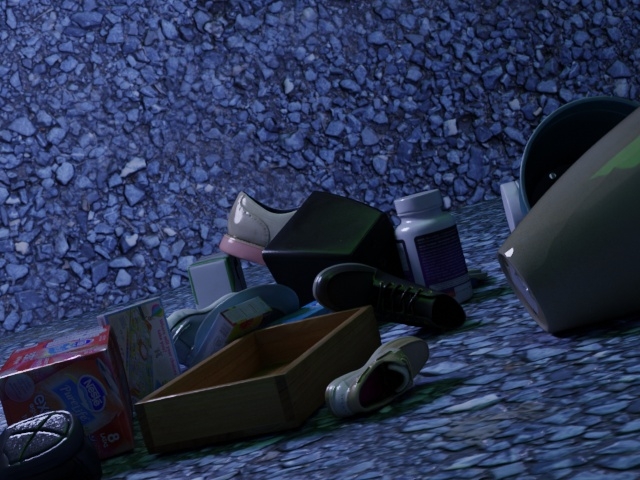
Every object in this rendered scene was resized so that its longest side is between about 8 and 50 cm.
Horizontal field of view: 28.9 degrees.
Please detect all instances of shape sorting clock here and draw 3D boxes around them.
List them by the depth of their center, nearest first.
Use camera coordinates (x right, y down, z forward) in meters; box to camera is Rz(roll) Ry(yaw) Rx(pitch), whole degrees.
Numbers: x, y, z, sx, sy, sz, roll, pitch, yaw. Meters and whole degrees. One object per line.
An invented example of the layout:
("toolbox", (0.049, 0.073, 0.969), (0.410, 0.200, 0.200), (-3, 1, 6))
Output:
("shape sorting clock", (0.202, 0.063, 2.271), (0.206, 0.040, 0.206), (-2, 4, 0))

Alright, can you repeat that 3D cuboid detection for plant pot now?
("plant pot", (0.379, -0.003, 1.618), (0.274, 0.256, 0.256), (-32, 5, -2))
("plant pot", (0.456, -0.079, 2.098), (0.271, 0.272, 0.255), (-15, -9, -1))
("plant pot", (0.045, 0.036, 2.158), (0.167, 0.187, 0.188), (-1, 38, 40))

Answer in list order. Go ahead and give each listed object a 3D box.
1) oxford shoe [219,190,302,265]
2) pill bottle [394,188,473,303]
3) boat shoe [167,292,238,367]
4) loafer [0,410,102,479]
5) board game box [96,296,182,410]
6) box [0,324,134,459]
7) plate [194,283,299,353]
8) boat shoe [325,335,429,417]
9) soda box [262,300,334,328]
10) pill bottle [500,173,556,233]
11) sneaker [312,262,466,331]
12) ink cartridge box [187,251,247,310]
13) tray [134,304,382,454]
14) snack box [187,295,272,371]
("oxford shoe", (0.000, 0.000, 2.532), (0.397, 0.147, 0.140), (13, 5, -4))
("pill bottle", (0.187, 0.015, 2.109), (0.108, 0.193, 0.108), (-14, 5, 1))
("boat shoe", (-0.179, 0.172, 2.234), (0.099, 0.116, 0.319), (33, 16, 19))
("loafer", (-0.401, 0.291, 1.458), (0.302, 0.095, 0.109), (-18, 34, 13))
("board game box", (-0.274, 0.175, 1.908), (0.103, 0.154, 0.026), (-17, 4, -36))
("box", (-0.344, 0.214, 1.710), (0.154, 0.142, 0.300), (-16, 5, -9))
("plate", (-0.114, 0.144, 2.008), (0.188, 0.024, 0.188), (-21, -37, -17))
("boat shoe", (0.082, 0.164, 1.482), (0.059, 0.063, 0.170), (-6, 19, 48))
("soda box", (-0.009, 0.141, 2.005), (0.071, 0.067, 0.210), (-12, 5, 28))
("pill bottle", (0.521, -0.089, 2.403), (0.323, 0.181, 0.181), (-15, 4, 5))
("sneaker", (0.106, 0.084, 1.866), (0.222, 0.083, 0.118), (10, -2, -24))
("ink cartridge box", (-0.206, 0.106, 2.573), (0.086, 0.153, 0.208), (-14, 5, 3))
("tray", (-0.066, 0.181, 1.674), (0.202, 0.076, 0.411), (-14, 4, 19))
("snack box", (-0.142, 0.159, 1.922), (0.100, 0.037, 0.141), (-19, -34, -53))
